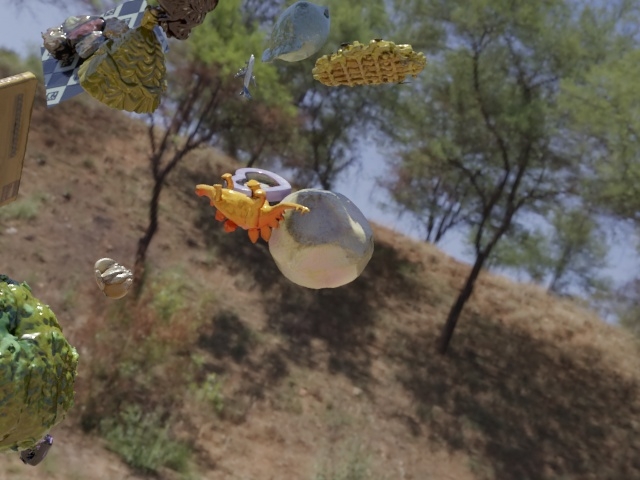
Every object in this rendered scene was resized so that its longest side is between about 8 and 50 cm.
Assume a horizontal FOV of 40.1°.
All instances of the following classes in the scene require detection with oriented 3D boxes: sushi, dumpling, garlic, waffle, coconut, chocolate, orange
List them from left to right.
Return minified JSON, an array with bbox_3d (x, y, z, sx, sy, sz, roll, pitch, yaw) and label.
[{"bbox_3d":[-0.494,0.180,1.298,0.301,0.223,0.300,43,25,-23],"label":"orange"},{"bbox_3d":[-0.564,0.360,1.676,0.072,0.070,0.147,-15,-62,12],"label":"chocolate"},{"bbox_3d":[-0.506,-0.449,1.959,0.292,0.294,0.059,64,0,44],"label":"sushi"},{"bbox_3d":[-0.549,0.099,2.310,0.074,0.094,0.113,-6,-74,57],"label":"garlic"},{"bbox_3d":[-0.059,-0.462,1.917,0.152,0.219,0.108,7,-52,24],"label":"dumpling"},{"bbox_3d":[0.000,0.000,2.101,0.259,0.259,0.259,22,-8,3],"label":"coconut"},{"bbox_3d":[0.122,-0.445,2.225,0.280,0.060,0.262,2,-10,-39],"label":"waffle"}]

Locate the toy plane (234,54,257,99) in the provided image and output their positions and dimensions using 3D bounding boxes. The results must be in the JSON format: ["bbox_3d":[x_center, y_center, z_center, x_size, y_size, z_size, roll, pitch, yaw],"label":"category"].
[{"bbox_3d":[-0.137,-0.306,1.639,0.024,0.084,0.078,0,-7,28],"label":"toy plane"}]

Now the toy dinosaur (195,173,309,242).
[{"bbox_3d":[-0.135,-0.054,1.715,0.288,0.117,0.070,16,32,29],"label":"toy dinosaur"}]

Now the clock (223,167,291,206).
[{"bbox_3d":[-0.163,-0.134,2.358,0.172,0.064,0.198,14,23,8],"label":"clock"}]

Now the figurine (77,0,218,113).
[{"bbox_3d":[-0.323,-0.416,1.713,0.187,0.315,0.168,13,39,-39],"label":"figurine"}]

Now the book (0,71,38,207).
[{"bbox_3d":[-0.598,-0.096,1.300,0.032,0.269,0.389,39,41,16],"label":"book"}]
